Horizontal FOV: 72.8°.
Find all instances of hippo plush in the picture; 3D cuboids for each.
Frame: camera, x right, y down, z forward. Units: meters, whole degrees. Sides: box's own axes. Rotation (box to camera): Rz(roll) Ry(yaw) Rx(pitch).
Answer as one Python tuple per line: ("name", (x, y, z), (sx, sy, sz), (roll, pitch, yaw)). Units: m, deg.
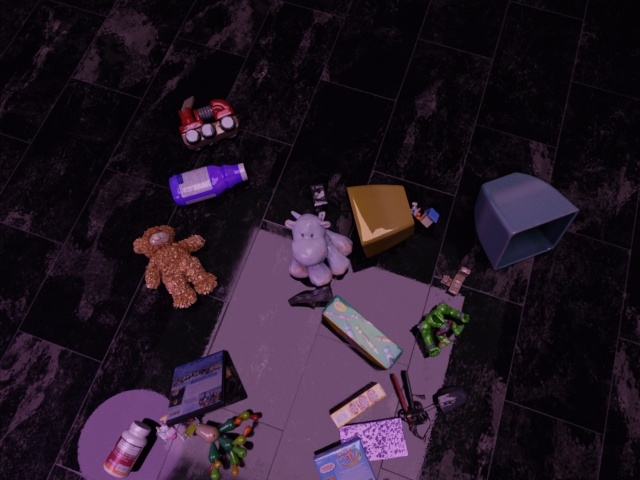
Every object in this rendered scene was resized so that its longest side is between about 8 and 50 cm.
("hippo plush", (0.000, 0.000, 1.499), (0.234, 0.236, 0.294), (2, 73, 1))

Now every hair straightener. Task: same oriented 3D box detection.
("hair straightener", (0.314, 0.541, 1.433), (0.089, 0.047, 0.230), (-17, 74, -5))

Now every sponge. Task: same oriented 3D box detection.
("sponge", (0.171, 0.650, 1.409), (0.210, 0.031, 0.117), (-8, 74, -2))

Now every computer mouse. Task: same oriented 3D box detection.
("computer mouse", (0.381, 0.539, 1.412), (0.242, 0.041, 0.071), (-19, 81, -18))

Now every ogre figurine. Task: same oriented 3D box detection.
("ogre figurine", (0.414, 0.291, 1.486), (0.197, 0.097, 0.118), (-40, 88, 1))

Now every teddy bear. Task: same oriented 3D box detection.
("teddy bear", (-0.518, 0.079, 1.544), (0.245, 0.113, 0.338), (-21, 74, -8))

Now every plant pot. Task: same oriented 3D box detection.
("plant pot", (0.219, -0.082, 1.519), (0.187, 0.212, 0.212), (-15, 73, 8))
("plant pot", (0.683, -0.092, 1.532), (0.247, 0.248, 0.252), (-19, 58, -5))

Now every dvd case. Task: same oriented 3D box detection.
("dvd case", (-0.386, 0.459, 1.376), (0.180, 0.253, 0.022), (-20, 115, -3))

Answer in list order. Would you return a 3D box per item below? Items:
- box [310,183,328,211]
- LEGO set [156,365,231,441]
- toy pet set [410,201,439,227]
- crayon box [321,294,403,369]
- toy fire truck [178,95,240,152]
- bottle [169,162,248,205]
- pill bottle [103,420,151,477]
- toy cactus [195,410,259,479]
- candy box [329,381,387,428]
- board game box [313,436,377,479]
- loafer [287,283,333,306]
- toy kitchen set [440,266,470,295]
("box", (-0.005, -0.162, 1.639), (0.052, 0.062, 0.083), (-11, 74, -2))
("LEGO set", (-0.393, 0.541, 1.410), (0.287, 0.132, 0.107), (-40, 96, -39))
("toy pet set", (0.378, -0.105, 1.594), (0.114, 0.122, 0.065), (41, 103, -14))
("crayon box", (0.132, 0.309, 1.442), (0.278, 0.165, 0.081), (40, 77, 11))
("toy fire truck", (-0.457, -0.494, 1.714), (0.217, 0.158, 0.246), (-23, 85, -6))
("bottle", (-0.419, -0.223, 1.643), (0.283, 0.092, 0.118), (-18, 75, -5))
("pill bottle", (-0.608, 0.660, 1.380), (0.086, 0.086, 0.152), (27, 74, 8))
("toy cactus", (-0.308, 0.633, 1.383), (0.180, 0.112, 0.219), (21, 71, 13))
("candy box", (0.120, 0.531, 1.405), (0.187, 0.109, 0.053), (-33, 75, -9))
("board game box", (0.090, 0.747, 1.352), (0.160, 0.039, 0.211), (-22, 87, -3))
("loafer", (-0.035, 0.203, 1.513), (0.170, 0.062, 0.061), (-18, 94, 24))
("toy kitchen set", (0.475, 0.137, 1.540), (0.068, 0.075, 0.083), (27, 71, 9))
